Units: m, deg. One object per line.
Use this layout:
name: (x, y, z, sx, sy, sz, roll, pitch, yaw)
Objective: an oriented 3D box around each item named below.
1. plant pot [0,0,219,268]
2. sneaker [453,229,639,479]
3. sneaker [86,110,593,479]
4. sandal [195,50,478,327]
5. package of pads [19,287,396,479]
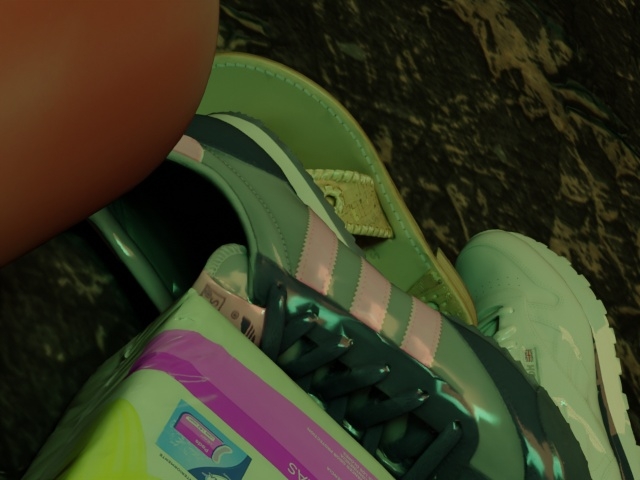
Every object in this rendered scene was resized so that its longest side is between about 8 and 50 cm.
plant pot: (-0.208, -0.076, 0.767, 0.275, 0.275, 0.243, 48, 39, -7)
sneaker: (0.125, 0.091, 1.194, 0.095, 0.090, 0.235, 7, 51, -39)
sneaker: (-0.007, 0.057, 0.989, 0.319, 0.112, 0.131, 42, 25, 23)
sandal: (0.005, -0.004, 1.122, 0.240, 0.088, 0.079, 48, 24, -16)
package of pads: (-0.044, 0.188, 0.846, 0.229, 0.101, 0.296, 45, 32, -9)
